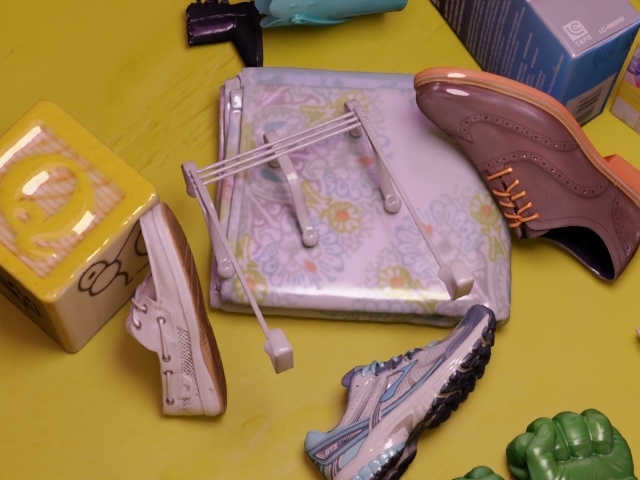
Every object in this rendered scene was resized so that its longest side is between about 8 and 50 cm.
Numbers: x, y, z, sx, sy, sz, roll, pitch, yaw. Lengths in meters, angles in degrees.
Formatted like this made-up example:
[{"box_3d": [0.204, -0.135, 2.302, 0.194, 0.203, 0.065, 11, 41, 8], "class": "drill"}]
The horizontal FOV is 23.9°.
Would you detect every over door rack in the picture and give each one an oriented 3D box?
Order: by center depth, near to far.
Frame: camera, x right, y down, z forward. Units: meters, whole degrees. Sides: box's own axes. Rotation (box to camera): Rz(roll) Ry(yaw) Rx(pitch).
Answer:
[{"box_3d": [0.000, 0.000, 1.749, 0.239, 0.108, 0.324, -22, 52, -9], "class": "over door rack"}]

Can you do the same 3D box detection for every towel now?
[{"box_3d": [0.051, -0.055, 1.888, 0.374, 0.090, 0.321, 3, 71, 0], "class": "towel"}]

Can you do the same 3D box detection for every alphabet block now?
[{"box_3d": [-0.311, -0.014, 1.802, 0.193, 0.197, 0.192, 37, 72, 13], "class": "alphabet block"}]

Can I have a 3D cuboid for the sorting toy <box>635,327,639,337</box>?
[{"box_3d": [0.432, 0.129, 1.844, 0.083, 0.045, 0.075, -22, 77, -10], "class": "sorting toy"}]

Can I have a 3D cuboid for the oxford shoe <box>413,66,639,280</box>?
[{"box_3d": [0.253, -0.081, 1.810, 0.363, 0.130, 0.133, 31, 67, -19], "class": "oxford shoe"}]

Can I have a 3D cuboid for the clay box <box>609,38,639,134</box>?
[{"box_3d": [0.440, -0.186, 1.871, 0.127, 0.222, 0.053, 40, 73, 13], "class": "clay box"}]

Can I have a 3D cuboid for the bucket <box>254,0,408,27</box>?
[{"box_3d": [0.010, -0.405, 1.910, 0.183, 0.281, 0.281, -2, 68, -8], "class": "bucket"}]

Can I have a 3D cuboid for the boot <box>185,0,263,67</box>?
[{"box_3d": [-0.126, -0.269, 1.989, 0.099, 0.045, 0.121, -4, 61, -5], "class": "boot"}]

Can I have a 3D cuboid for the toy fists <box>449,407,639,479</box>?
[{"box_3d": [0.237, 0.298, 1.743, 0.279, 0.096, 0.142, -33, 72, -12], "class": "toy fists"}]

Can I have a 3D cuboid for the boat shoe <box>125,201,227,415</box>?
[{"box_3d": [-0.180, 0.090, 1.748, 0.096, 0.277, 0.098, -10, 25, 3], "class": "boat shoe"}]

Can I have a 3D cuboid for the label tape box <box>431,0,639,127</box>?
[{"box_3d": [0.239, -0.322, 1.906, 0.115, 0.249, 0.348, -29, 72, -12], "class": "label tape box"}]

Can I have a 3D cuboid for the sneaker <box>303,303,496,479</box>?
[{"box_3d": [0.090, 0.172, 1.767, 0.122, 0.110, 0.283, 40, 84, 21], "class": "sneaker"}]
